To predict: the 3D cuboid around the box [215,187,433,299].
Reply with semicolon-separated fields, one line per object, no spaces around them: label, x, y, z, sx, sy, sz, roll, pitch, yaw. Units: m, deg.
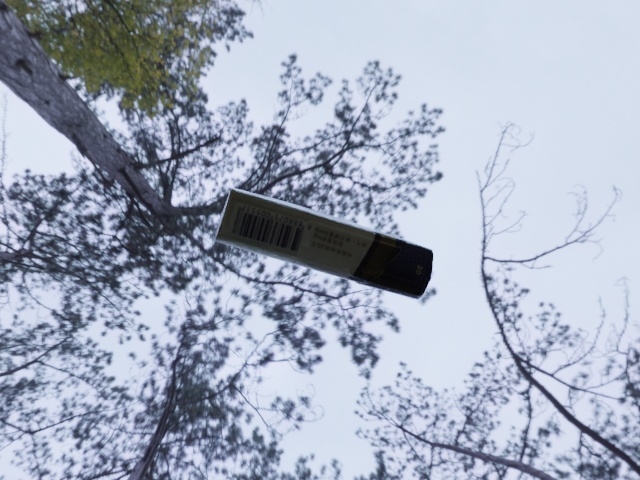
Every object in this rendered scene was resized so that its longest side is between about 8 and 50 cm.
box;0.000;0.000;0.747;0.259;0.168;0.071;18;-88;-8
